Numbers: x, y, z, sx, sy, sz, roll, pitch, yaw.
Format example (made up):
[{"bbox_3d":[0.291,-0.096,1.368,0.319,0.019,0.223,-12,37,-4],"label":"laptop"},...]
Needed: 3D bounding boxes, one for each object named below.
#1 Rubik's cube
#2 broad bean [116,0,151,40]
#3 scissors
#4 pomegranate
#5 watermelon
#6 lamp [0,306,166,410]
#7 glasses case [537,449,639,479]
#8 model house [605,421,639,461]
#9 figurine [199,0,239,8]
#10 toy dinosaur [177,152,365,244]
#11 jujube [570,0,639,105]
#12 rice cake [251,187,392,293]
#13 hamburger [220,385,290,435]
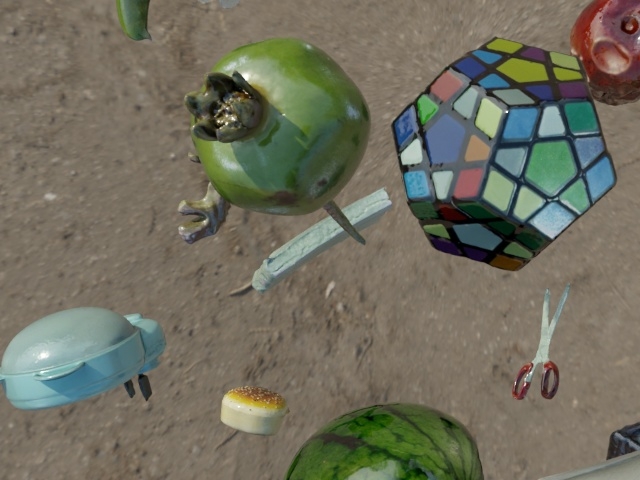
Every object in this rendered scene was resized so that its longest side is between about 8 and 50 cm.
[{"bbox_3d":[0.105,-0.048,0.544,0.133,0.112,0.133,-10,75,44],"label":"Rubik's cube"},{"bbox_3d":[-0.226,-0.375,1.136,0.060,0.043,0.297,-12,77,10],"label":"broad bean"},{"bbox_3d":[0.461,0.207,1.954,0.017,0.144,0.247,23,72,-18],"label":"scissors"},{"bbox_3d":[-0.054,-0.116,0.946,0.187,0.225,0.187,-2,85,21],"label":"pomegranate"},{"bbox_3d":[0.028,0.221,0.772,0.127,0.232,0.204,27,71,-19],"label":"watermelon"},{"bbox_3d":[-0.349,0.173,1.423,0.209,0.284,0.147,-6,82,32],"label":"lamp"},{"bbox_3d":[0.275,0.171,0.607,0.308,0.128,0.083,-16,137,-17],"label":"glasses case"},{"bbox_3d":[0.532,0.400,1.439,0.249,0.230,0.280,3,127,15],"label":"model house"},{"bbox_3d":[-0.178,-0.472,1.387,0.256,0.182,0.144,54,128,27],"label":"figurine"},{"bbox_3d":[-0.052,-0.083,1.148,0.072,0.251,0.199,24,115,47],"label":"toy dinosaur"},{"bbox_3d":[0.431,-0.272,1.369,0.155,0.230,0.155,0,90,8],"label":"jujube"},{"bbox_3d":[0.000,0.000,1.483,0.237,0.127,0.043,-31,83,-18],"label":"rice cake"},{"bbox_3d":[-0.124,0.322,1.828,0.127,0.141,0.081,15,88,36],"label":"hamburger"}]
